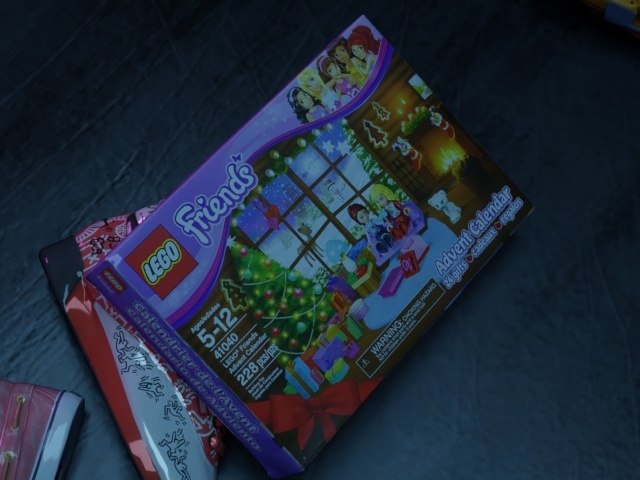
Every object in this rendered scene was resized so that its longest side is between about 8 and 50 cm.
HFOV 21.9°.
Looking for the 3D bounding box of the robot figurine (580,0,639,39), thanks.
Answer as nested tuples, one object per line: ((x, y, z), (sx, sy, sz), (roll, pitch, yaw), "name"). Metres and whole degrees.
((0.227, -0.289, 1.362), (0.291, 0.085, 0.211), (39, 72, 9), "robot figurine")

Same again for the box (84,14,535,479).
((0.000, 0.000, 1.204), (0.201, 0.057, 0.293), (47, 61, -6), "box")

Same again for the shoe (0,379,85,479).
((-0.233, 0.183, 1.186), (0.081, 0.063, 0.178), (14, 66, 3), "shoe")

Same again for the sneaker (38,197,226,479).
((-0.090, 0.092, 1.209), (0.145, 0.090, 0.270), (-25, 72, -9), "sneaker")
